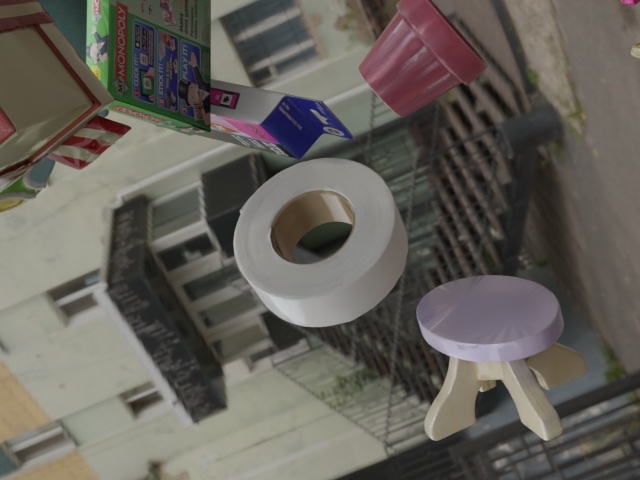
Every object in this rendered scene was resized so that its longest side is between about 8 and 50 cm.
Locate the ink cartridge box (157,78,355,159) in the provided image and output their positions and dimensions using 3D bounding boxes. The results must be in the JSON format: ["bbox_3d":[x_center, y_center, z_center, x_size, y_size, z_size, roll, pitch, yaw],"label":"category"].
[{"bbox_3d":[-0.143,-0.203,1.511,0.176,0.371,0.069,35,-111,-67],"label":"ink cartridge box"}]

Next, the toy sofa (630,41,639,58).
[{"bbox_3d":[0.606,-0.415,1.362,0.177,0.150,0.362,28,129,30],"label":"toy sofa"}]

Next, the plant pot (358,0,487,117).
[{"bbox_3d":[0.177,-0.333,1.732,0.201,0.180,0.201,43,-164,-16],"label":"plant pot"}]

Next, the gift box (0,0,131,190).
[{"bbox_3d":[-0.329,-0.134,0.789,0.255,0.276,0.258,57,-169,-10],"label":"gift box"}]

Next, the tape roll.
[{"bbox_3d":[0.000,0.000,1.587,0.100,0.286,0.286,60,-171,-53],"label":"tape roll"}]

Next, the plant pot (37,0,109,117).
[{"bbox_3d":[-0.512,-0.413,1.850,0.334,0.341,0.341,53,-169,-25],"label":"plant pot"}]

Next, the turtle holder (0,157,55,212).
[{"bbox_3d":[-0.490,-0.130,1.374,0.227,0.243,0.320,58,-167,-65],"label":"turtle holder"}]

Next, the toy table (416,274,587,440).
[{"bbox_3d":[0.245,0.163,1.313,0.274,0.252,0.161,-112,4,-73],"label":"toy table"}]

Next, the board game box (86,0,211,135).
[{"bbox_3d":[-0.239,-0.327,1.340,0.213,0.046,0.317,12,-105,-55],"label":"board game box"}]

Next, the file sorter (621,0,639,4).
[{"bbox_3d":[0.327,-0.462,1.095,0.182,0.202,0.290,26,150,50],"label":"file sorter"}]
